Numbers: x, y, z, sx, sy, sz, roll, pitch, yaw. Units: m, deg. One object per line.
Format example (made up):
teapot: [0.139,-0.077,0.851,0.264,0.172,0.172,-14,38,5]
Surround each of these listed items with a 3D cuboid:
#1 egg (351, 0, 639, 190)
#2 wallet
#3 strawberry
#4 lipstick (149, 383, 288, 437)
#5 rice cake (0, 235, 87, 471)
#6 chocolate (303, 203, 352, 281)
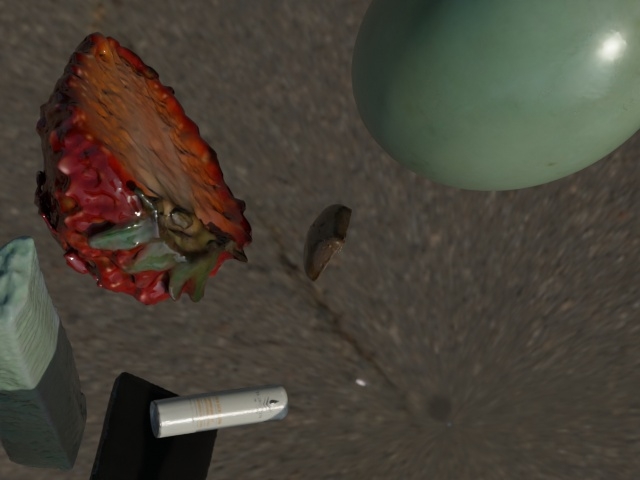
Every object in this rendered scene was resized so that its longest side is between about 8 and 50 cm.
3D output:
egg: [0.192,-0.191,1.803,0.276,0.389,0.276,15,64,-34]
wallet: [-0.183,0.256,1.901,0.124,0.025,0.244,25,48,-16]
strawberry: [-0.154,-0.046,1.338,0.111,0.190,0.236,-42,40,18]
lipstick: [-0.103,0.174,1.862,0.141,0.040,0.040,-7,83,-20]
rice cake: [-0.102,0.040,0.627,0.030,0.180,0.042,6,68,0]
chocolate: [0.000,0.000,1.755,0.031,0.100,0.064,30,116,-7]
